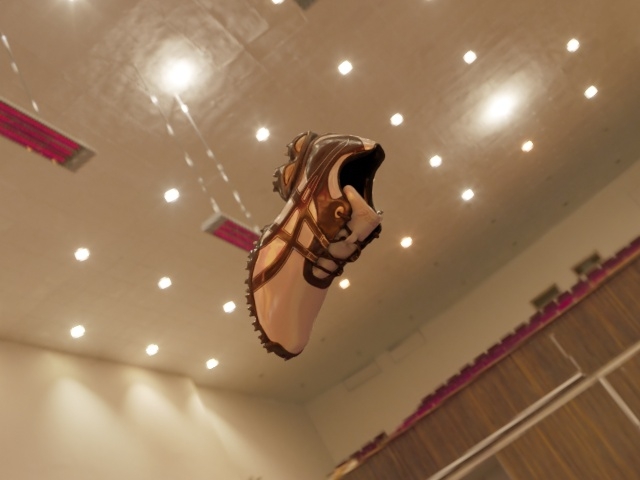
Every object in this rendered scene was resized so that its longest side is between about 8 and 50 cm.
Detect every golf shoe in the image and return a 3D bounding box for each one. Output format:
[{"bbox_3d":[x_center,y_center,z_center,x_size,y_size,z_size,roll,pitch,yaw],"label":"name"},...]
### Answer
[{"bbox_3d":[0.000,0.000,0.649,0.094,0.198,0.077,-1,-18,38],"label":"golf shoe"}]
